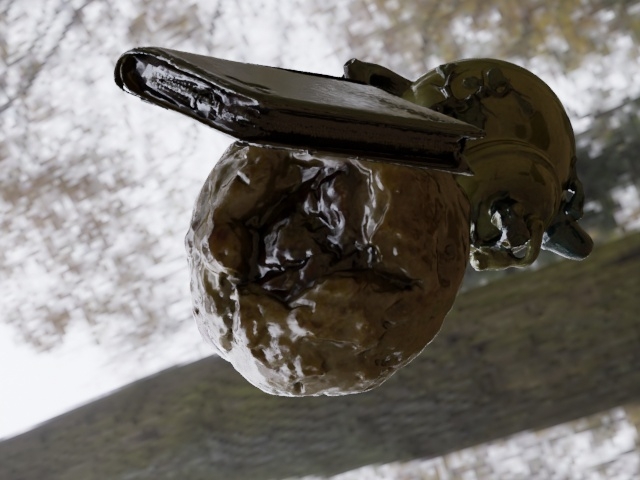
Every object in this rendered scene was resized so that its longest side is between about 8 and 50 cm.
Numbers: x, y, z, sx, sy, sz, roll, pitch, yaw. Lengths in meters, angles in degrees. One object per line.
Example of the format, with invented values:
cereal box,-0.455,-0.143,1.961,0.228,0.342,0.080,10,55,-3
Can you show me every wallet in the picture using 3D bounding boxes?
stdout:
wallet,-0.005,-0.069,0.926,0.198,0.110,0.031,4,-72,-49

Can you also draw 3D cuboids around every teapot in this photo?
teapot,0.125,-0.059,1.414,0.269,0.173,0.182,30,-156,-33

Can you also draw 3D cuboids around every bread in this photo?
bread,0.000,0.000,1.275,0.123,0.230,0.230,47,-144,-58

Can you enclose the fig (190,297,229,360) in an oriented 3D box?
fig,-0.028,0.028,1.933,0.186,0.204,0.249,31,-130,18
